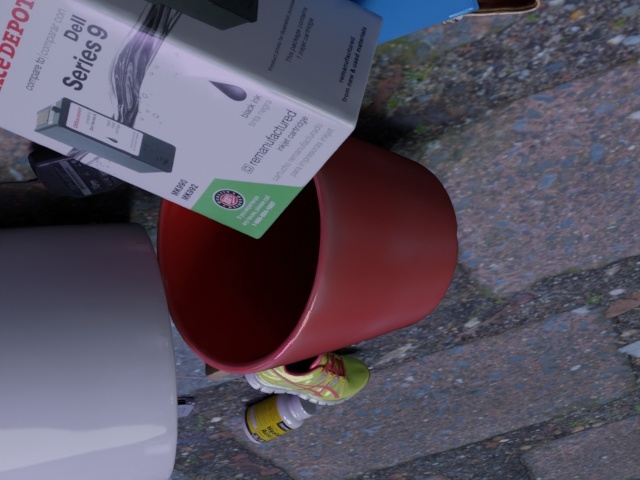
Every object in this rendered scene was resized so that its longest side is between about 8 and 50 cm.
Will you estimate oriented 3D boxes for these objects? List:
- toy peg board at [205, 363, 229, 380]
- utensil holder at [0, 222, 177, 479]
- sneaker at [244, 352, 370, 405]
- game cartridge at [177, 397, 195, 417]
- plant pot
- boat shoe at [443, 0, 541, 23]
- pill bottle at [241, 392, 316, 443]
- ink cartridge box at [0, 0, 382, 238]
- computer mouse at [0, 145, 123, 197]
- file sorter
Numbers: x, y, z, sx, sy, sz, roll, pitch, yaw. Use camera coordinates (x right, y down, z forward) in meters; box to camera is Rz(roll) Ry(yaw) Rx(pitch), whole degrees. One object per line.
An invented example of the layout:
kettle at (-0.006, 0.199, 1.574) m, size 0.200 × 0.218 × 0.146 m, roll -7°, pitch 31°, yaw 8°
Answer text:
toy peg board at (-0.093, 0.060, 1.506) m, size 0.160 × 0.161 × 0.079 m, roll -26°, pitch 135°, yaw 25°
utensil holder at (-0.375, 0.143, 1.357) m, size 0.385 × 0.328 × 0.328 m, roll -6°, pitch 152°, yaw -18°
sneaker at (-0.006, 0.193, 1.868) m, size 0.208 × 0.082 × 0.094 m, roll 6°, pitch 145°, yaw -32°
game cartridge at (-0.247, 0.269, 1.983) m, size 0.083 × 0.017 × 0.056 m, roll 0°, pitch 147°, yaw -23°
plant pot at (0.000, 0.000, 1.331) m, size 0.243 × 0.275 × 0.275 m, roll 2°, pitch 151°, yaw -43°
boat shoe at (0.124, -0.229, 1.135) m, size 0.170 × 0.059 × 0.063 m, roll -8°, pitch 153°, yaw -10°
pill bottle at (-0.067, 0.284, 2.035) m, size 0.116 × 0.065 × 0.065 m, roll -28°, pitch 149°, yaw 27°
ink cartridge box at (-0.129, -0.143, 0.998) m, size 0.289 × 0.122 × 0.211 m, roll 23°, pitch 147°, yaw -14°
computer mouse at (-0.305, -0.071, 1.292) m, size 0.242 × 0.041 × 0.071 m, roll -10°, pitch 145°, yaw 10°
file sorter at (0.043, -0.253, 1.006) m, size 0.118 × 0.105 × 0.170 m, roll -18°, pitch 153°, yaw 11°
